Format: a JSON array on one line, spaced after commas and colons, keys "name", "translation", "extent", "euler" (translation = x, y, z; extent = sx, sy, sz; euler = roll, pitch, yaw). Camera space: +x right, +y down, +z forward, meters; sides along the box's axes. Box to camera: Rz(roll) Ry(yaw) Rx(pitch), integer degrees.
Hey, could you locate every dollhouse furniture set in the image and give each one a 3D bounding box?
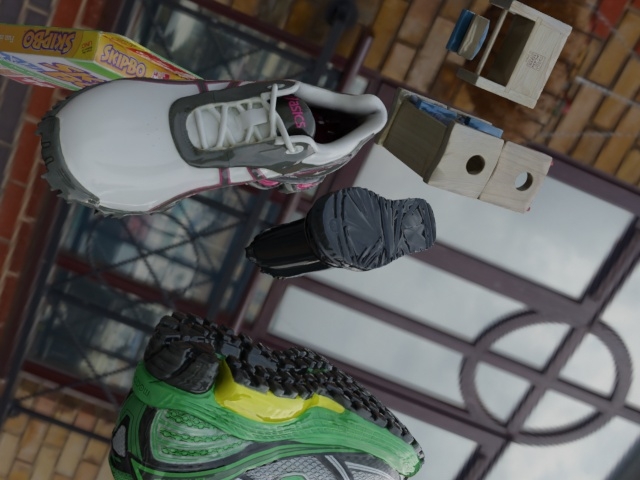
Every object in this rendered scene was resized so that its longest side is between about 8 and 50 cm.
[{"name": "dollhouse furniture set", "translation": [0.168, -0.144, 0.907], "extent": [0.183, 0.129, 0.129], "euler": [-66, -151, 15]}]

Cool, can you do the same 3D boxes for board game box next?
[{"name": "board game box", "translation": [-0.247, -0.174, 0.870], "extent": [0.124, 0.260, 0.039], "euler": [19, 82, -58]}]

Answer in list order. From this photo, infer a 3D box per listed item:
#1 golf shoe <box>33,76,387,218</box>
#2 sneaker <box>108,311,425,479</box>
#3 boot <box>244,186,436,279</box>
[{"name": "golf shoe", "translation": [-0.074, -0.086, 0.672], "extent": [0.120, 0.273, 0.105], "euler": [-18, -95, 47]}, {"name": "sneaker", "translation": [-0.041, 0.172, 0.781], "extent": [0.134, 0.344, 0.146], "euler": [38, -81, 45]}, {"name": "boot", "translation": [0.000, -0.001, 0.520], "extent": [0.121, 0.099, 0.045], "euler": [-5, 85, -55]}]
